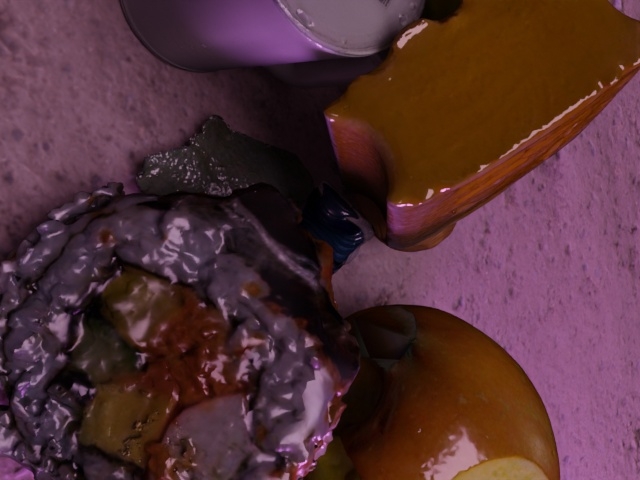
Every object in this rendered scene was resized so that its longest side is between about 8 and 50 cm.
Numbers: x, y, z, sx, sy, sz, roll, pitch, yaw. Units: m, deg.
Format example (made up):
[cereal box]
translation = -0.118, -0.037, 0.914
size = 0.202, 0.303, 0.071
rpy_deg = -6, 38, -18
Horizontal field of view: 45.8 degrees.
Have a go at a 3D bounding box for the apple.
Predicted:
[apple]
translation = 0.109, 0.272, 0.956
size = 0.374, 0.374, 0.384
rpy_deg = 56, 47, -27

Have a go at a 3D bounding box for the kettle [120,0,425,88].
[kettle]
translation = -0.039, -0.280, 0.804
size = 0.265, 0.318, 0.205
rpy_deg = -1, 96, -37

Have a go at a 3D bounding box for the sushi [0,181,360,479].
[sushi]
translation = -0.161, 0.130, 0.802
size = 0.418, 0.176, 0.417
rpy_deg = 1, 80, -6

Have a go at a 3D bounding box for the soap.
[soap]
translation = 0.161, -0.131, 0.812
size = 0.293, 0.335, 0.156
rpy_deg = -35, 81, -2

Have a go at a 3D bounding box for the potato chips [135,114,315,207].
[potato chips]
translation = -0.108, -0.075, 0.944
size = 0.228, 0.059, 0.167
rpy_deg = -36, 105, -28

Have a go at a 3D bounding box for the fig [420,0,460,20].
[fig]
translation = 0.190, -0.340, 0.996
size = 0.316, 0.316, 0.316
rpy_deg = -5, 99, -36

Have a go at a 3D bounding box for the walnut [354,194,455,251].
[walnut]
translation = 0.133, -0.081, 1.058
size = 0.165, 0.165, 0.197
rpy_deg = 35, 83, -34

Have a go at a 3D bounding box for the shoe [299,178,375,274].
[shoe]
translation = 0.000, 0.000, 0.957
size = 0.106, 0.207, 0.091
rpy_deg = -39, 78, -21
